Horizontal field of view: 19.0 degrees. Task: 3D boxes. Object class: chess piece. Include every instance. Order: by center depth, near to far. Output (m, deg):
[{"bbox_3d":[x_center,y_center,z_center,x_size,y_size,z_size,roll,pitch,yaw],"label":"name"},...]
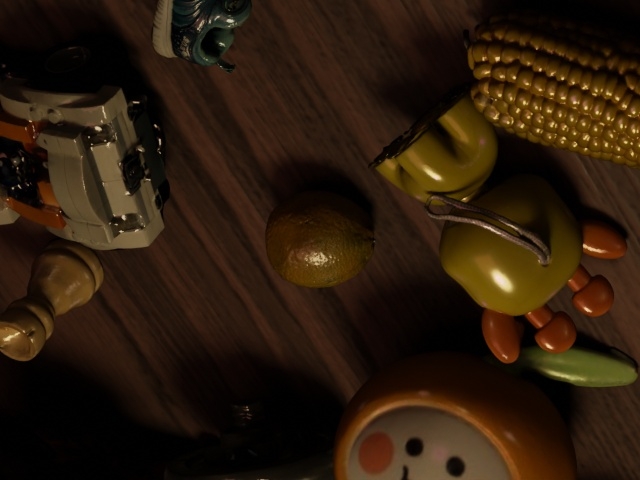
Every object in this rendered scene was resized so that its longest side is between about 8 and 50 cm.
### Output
[{"bbox_3d":[-0.259,0.057,1.782,0.066,0.122,0.066,16,132,18],"label":"chess piece"}]

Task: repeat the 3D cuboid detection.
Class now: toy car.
[{"bbox_3d":[-0.273,-0.081,1.685,0.301,0.118,0.193,8,132,26],"label":"toy car"}]

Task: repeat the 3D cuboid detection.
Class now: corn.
[{"bbox_3d":[0.236,-0.097,1.384,0.310,0.101,0.101,19,133,17],"label":"corn"}]

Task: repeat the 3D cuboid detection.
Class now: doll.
[{"bbox_3d":[0.143,-0.013,1.497,0.221,0.143,0.135,51,166,-8],"label":"doll"},{"bbox_3d":[0.130,0.163,1.623,0.213,0.213,0.236,27,92,8],"label":"doll"}]

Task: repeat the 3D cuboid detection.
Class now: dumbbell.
[{"bbox_3d":[-0.038,0.346,1.774,0.179,0.179,0.406,-5,96,33],"label":"dumbbell"}]

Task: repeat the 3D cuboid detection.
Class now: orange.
[{"bbox_3d":[0.000,0.000,1.615,0.095,0.085,0.085,2,127,16],"label":"orange"}]

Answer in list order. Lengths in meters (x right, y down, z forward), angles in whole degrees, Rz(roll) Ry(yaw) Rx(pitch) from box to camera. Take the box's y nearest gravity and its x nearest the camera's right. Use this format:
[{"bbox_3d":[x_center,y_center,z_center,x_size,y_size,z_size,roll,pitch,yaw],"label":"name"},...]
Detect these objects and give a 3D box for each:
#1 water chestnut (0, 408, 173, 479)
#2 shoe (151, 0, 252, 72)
[{"bbox_3d":[-0.238,0.304,1.873,0.347,0.335,0.335,-41,103,3],"label":"water chestnut"},{"bbox_3d":[-0.088,-0.192,1.519,0.071,0.064,0.143,29,138,7],"label":"shoe"}]
